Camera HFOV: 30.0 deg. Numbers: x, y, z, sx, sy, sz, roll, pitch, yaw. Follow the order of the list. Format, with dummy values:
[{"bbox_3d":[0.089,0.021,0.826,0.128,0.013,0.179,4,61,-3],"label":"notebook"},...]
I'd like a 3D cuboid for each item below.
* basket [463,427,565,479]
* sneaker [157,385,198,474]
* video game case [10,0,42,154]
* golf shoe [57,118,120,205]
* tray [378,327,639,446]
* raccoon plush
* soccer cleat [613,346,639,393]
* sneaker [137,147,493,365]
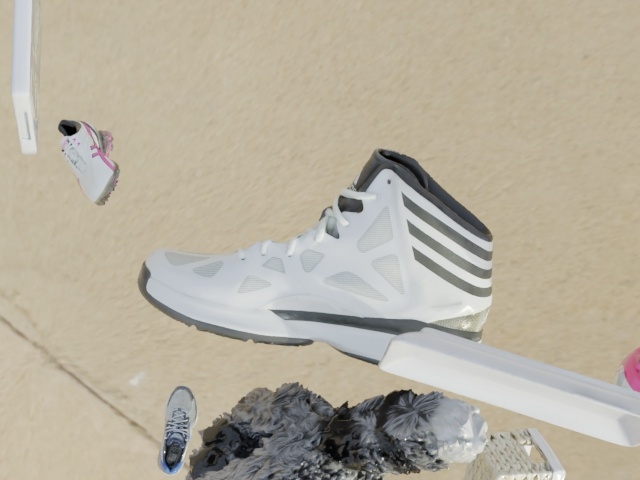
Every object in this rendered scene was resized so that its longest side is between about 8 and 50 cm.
[{"bbox_3d":[0.267,0.365,1.704,0.103,0.113,0.167,0,116,-16],"label":"basket"},{"bbox_3d":[-0.209,0.284,1.767,0.052,0.058,0.135,8,89,-7],"label":"sneaker"},{"bbox_3d":[-0.330,-0.216,1.348,0.022,0.173,0.190,0,73,-11],"label":"video game case"},{"bbox_3d":[-0.346,-0.114,1.753,0.086,0.186,0.067,24,112,-30],"label":"golf shoe"},{"bbox_3d":[0.193,0.137,1.142,0.270,0.145,0.030,17,72,2],"label":"tray"},{"bbox_3d":[0.031,0.360,1.507,0.216,0.446,0.299,-54,127,-38],"label":"raccoon plush"},{"bbox_3d":[0.393,0.184,1.351,0.116,0.331,0.143,48,117,21],"label":"soccer cleat"},{"bbox_3d":[0.001,0.000,1.483,0.448,0.169,0.257,11,101,10],"label":"sneaker"}]
